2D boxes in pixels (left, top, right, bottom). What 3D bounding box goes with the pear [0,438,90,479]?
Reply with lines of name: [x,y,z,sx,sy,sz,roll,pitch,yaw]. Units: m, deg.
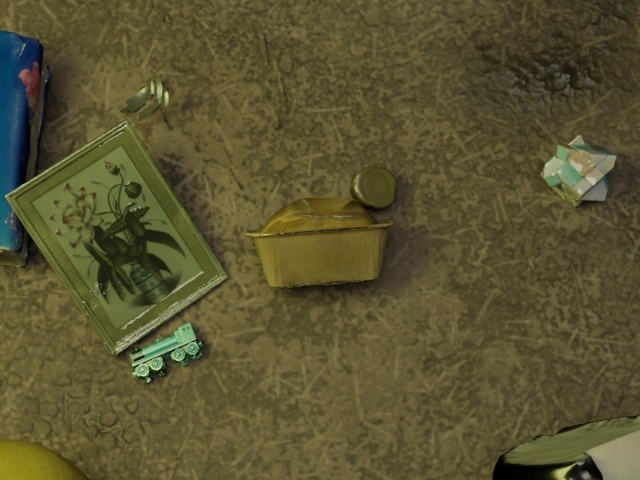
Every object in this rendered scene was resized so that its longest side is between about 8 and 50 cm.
pear: [-0.353,0.355,1.313,0.309,0.309,0.309,0,76,0]

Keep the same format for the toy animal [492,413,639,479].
toy animal: [0.326,0.357,1.351,0.251,0.251,0.310,-15,87,-4]

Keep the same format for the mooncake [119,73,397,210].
mooncake: [-0.076,-0.119,1.551,0.347,0.057,0.150,37,66,12]

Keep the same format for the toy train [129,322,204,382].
toy train: [-0.184,0.134,1.501,0.092,0.029,0.045,-23,69,-5]

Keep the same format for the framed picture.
framed picture: [-0.238,-0.002,1.488,0.173,0.010,0.231,-36,105,-12]

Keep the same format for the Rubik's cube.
Rubik's cube: [0.316,-0.084,1.533,0.084,0.073,0.075,29,78,9]

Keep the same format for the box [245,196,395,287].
box: [0.000,0.000,1.499,0.177,0.111,0.111,-3,76,-1]

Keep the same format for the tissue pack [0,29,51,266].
tissue pack: [-0.439,-0.115,1.500,0.209,0.137,0.269,7,76,-9]
